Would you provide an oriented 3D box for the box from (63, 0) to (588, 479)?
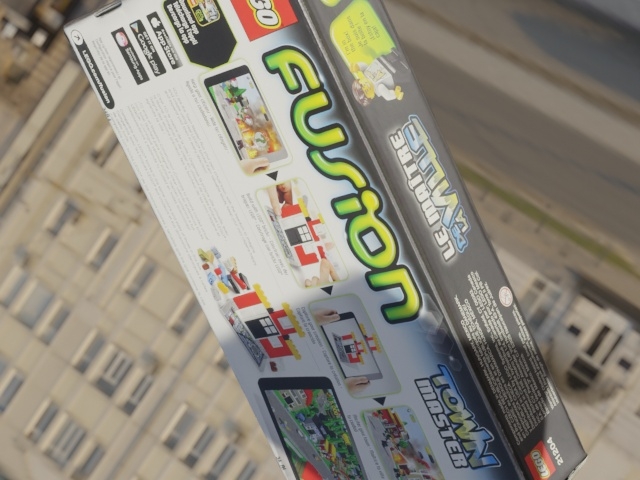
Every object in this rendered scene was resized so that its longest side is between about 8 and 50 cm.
[{"bbox_3d":[0.000,0.000,0.502,0.114,0.036,0.207,-14,106,45],"label":"box"}]
